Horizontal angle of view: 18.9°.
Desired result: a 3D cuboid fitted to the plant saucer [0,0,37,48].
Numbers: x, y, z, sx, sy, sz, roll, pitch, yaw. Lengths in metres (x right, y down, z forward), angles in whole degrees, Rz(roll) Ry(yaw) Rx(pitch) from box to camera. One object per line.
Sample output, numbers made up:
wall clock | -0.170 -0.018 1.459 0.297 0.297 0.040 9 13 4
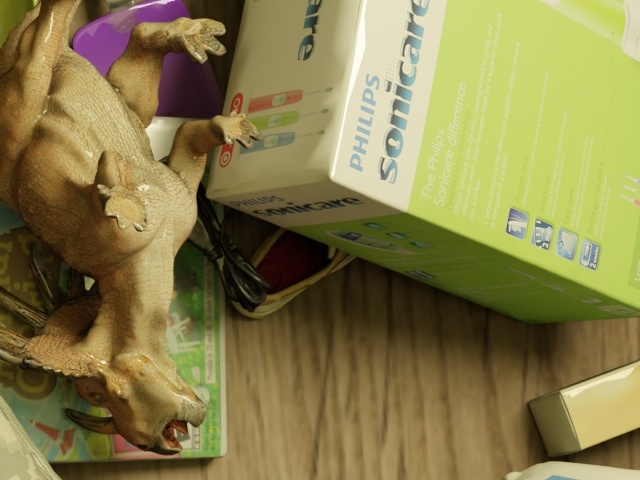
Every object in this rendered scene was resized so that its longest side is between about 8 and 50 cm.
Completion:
plant saucer | -0.294 -0.135 1.169 0.241 0.037 0.241 3 78 -15

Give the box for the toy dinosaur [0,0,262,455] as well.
toy dinosaur | -0.143 -0.034 1.098 0.127 0.200 0.296 1 59 -41

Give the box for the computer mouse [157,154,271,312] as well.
computer mouse | -0.021 -0.049 1.195 0.106 0.042 0.193 46 57 0

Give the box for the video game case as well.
video game case | -0.150 0.028 1.162 0.193 0.023 0.212 1 85 -23

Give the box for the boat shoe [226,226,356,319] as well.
boat shoe | 0.000 0.000 1.221 0.135 0.045 0.050 -44 93 -19

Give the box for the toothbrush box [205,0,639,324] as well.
toothbrush box | 0.091 -0.084 1.172 0.283 0.122 0.206 21 73 -38

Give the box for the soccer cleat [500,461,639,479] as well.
soccer cleat | 0.108 0.207 1.190 0.331 0.143 0.116 -7 123 -1

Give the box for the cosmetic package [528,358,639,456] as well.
cosmetic package | 0.201 0.102 1.251 0.115 0.060 0.041 -19 85 -17

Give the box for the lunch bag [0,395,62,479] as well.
lunch bag | -0.270 0.157 1.019 0.256 0.212 0.305 -38 90 -15

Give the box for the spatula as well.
spatula | -0.151 -0.196 1.225 0.084 0.030 0.296 -23 86 -16
